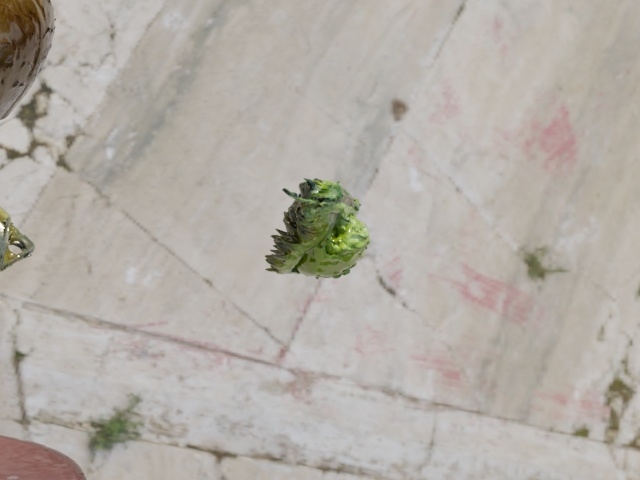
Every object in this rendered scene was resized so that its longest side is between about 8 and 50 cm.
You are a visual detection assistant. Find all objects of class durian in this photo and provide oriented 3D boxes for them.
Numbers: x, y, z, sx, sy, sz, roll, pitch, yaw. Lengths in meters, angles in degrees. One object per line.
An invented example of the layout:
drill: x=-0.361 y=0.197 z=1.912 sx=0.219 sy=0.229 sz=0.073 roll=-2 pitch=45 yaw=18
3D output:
durian: x=-0.003 y=-0.007 z=1.385 sx=0.132 sy=0.375 sz=0.107 roll=2 pitch=83 yaw=3

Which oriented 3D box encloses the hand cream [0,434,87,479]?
hand cream: x=-0.202 y=0.173 z=0.513 sx=0.193 sy=0.193 sz=0.125 roll=-4 pitch=98 yaw=-40

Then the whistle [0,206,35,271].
whistle: x=-0.443 y=-0.088 z=1.214 sx=0.326 sy=0.057 sz=0.068 roll=43 pitch=39 yaw=6

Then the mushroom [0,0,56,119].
mushroom: x=-0.160 y=-0.071 z=0.425 sx=0.109 sy=0.126 sz=0.085 roll=8 pitch=102 yaw=-14
